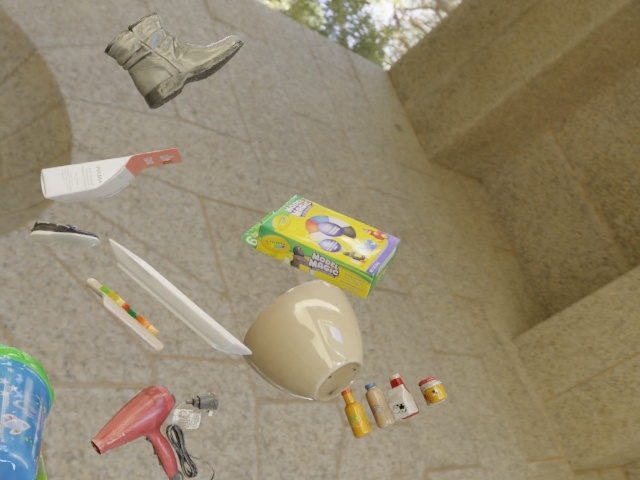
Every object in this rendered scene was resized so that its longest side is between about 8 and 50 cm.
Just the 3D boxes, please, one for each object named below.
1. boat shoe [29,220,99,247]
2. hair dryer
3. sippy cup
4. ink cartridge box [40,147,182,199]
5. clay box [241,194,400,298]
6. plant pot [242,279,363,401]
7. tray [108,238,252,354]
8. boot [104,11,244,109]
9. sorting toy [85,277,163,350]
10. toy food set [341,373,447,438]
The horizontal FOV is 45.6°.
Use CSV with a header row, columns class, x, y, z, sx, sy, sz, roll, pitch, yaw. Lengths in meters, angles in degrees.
class,x,y,z,sx,sy,sz,roll,pitch,yaw
boat shoe,-0.477,-0.013,1.428,0.046,0.125,0.038,98,-5,-56
hair dryer,-0.339,0.421,1.615,0.080,0.294,0.223,-20,-118,52
sippy cup,-0.556,0.324,1.243,0.240,0.306,0.224,-58,-148,15
ink cartridge box,-0.369,-0.113,1.388,0.189,0.233,0.066,171,-87,-82
clay box,0.000,0.000,1.198,0.222,0.127,0.053,24,-57,13
plant pot,-0.010,0.258,1.758,0.191,0.284,0.284,48,-67,32
tray,-0.232,0.102,1.240,0.270,0.145,0.030,38,-96,15
boot,-0.282,-0.382,1.487,0.161,0.247,0.083,56,-20,-6
sorting toy,-0.463,0.169,1.816,0.038,0.193,0.208,-48,-153,-10
toy food set,0.162,0.327,1.621,0.232,0.111,0.104,-34,-111,30
